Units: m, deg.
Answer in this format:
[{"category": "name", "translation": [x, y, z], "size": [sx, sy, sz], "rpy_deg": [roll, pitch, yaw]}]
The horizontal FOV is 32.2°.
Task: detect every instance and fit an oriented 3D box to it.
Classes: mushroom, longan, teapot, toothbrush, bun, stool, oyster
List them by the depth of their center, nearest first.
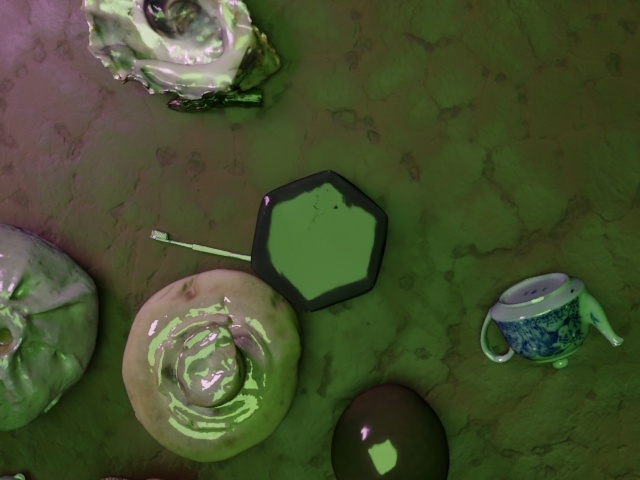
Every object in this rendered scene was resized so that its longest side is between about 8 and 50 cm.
[{"category": "mushroom", "translation": [-0.175, 0.195, 1.738], "size": [0.314, 0.336, 0.314], "rpy_deg": [0, 84, 1]}, {"category": "longan", "translation": [0.113, 0.344, 1.794], "size": [0.197, 0.196, 0.220], "rpy_deg": [-9, 103, 4]}, {"category": "teapot", "translation": [0.363, 0.142, 1.795], "size": [0.232, 0.159, 0.159], "rpy_deg": [-15, 91, 31]}, {"category": "bun", "translation": [-0.534, 0.136, 1.810], "size": [0.354, 0.194, 0.354], "rpy_deg": [0, 88, -11]}, {"category": "stool", "translation": [0.000, 0.000, 1.813], "size": [0.232, 0.141, 0.232], "rpy_deg": [0, 92, 3]}, {"category": "oyster", "translation": [-0.234, -0.344, 1.839], "size": [0.351, 0.115, 0.238], "rpy_deg": [18, 84, -1]}, {"category": "toothbrush", "translation": [-0.196, 0.013, 1.891], "size": [0.194, 0.014, 0.017], "rpy_deg": [15, 92, 4]}]

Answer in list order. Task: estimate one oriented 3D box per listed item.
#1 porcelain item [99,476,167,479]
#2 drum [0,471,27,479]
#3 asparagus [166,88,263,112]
[{"category": "porcelain item", "translation": [-0.330, 0.474, 1.804], "size": [0.253, 0.253, 0.253], "rpy_deg": [0, 92, 4]}, {"category": "drum", "translation": [-0.604, 0.466, 1.916], "size": [0.253, 0.049, 0.130], "rpy_deg": [-1, 92, 4]}, {"category": "asparagus", "translation": [-0.179, -0.236, 1.874], "size": [0.165, 0.030, 0.036], "rpy_deg": [-6, 119, 4]}]
